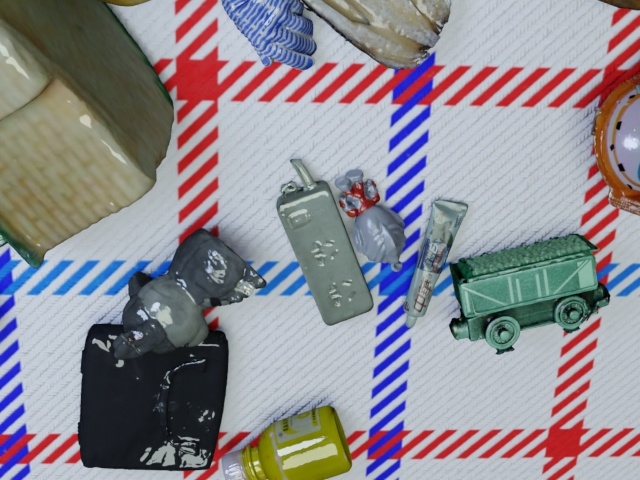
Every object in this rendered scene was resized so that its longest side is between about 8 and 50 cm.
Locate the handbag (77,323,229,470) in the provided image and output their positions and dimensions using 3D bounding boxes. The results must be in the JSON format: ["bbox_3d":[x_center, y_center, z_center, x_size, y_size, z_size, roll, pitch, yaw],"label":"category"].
[{"bbox_3d":[-0.284,0.265,1.637,0.244,0.088,0.275,4,109,-9],"label":"handbag"}]

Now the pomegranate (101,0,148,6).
[{"bbox_3d":[-0.239,-0.463,1.212,0.332,0.332,0.332,-2,113,-4],"label":"pomegranate"}]

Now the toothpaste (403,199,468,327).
[{"bbox_3d":[0.182,0.041,1.607,0.060,0.038,0.233,13,108,-12],"label":"toothpaste"}]

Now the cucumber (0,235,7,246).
[{"bbox_3d":[-0.596,-0.026,1.498,0.244,0.063,0.115,5,106,-7],"label":"cucumber"}]

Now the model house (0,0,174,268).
[{"bbox_3d":[-0.447,-0.182,1.331,0.342,0.334,0.382,-28,117,18],"label":"model house"}]

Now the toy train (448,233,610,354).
[{"bbox_3d":[0.339,0.087,1.602,0.269,0.115,0.154,-13,105,1],"label":"toy train"}]

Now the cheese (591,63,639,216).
[{"bbox_3d":[0.526,-0.199,1.487,0.217,0.129,0.329,20,92,-18],"label":"cheese"}]

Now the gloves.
[{"bbox_3d":[-0.087,-0.336,1.403,0.119,0.097,0.229,-27,121,40],"label":"gloves"}]

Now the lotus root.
[{"bbox_3d":[0.032,-0.380,1.401,0.329,0.078,0.167,38,82,-16],"label":"lotus root"}]

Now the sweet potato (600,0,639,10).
[{"bbox_3d":[0.481,-0.393,1.410,0.359,0.112,0.112,-1,113,-6],"label":"sweet potato"}]

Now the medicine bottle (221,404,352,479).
[{"bbox_3d":[-0.062,0.373,1.679,0.212,0.122,0.122,-18,113,3],"label":"medicine bottle"}]

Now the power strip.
[{"bbox_3d":[0.000,0.000,1.566,0.093,0.053,0.288,-21,114,4],"label":"power strip"}]

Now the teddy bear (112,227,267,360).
[{"bbox_3d":[-0.219,0.088,1.536,0.251,0.171,0.144,-39,131,5],"label":"teddy bear"}]

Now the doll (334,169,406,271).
[{"bbox_3d":[0.084,-0.030,1.552,0.094,0.079,0.180,-32,100,-17],"label":"doll"}]
